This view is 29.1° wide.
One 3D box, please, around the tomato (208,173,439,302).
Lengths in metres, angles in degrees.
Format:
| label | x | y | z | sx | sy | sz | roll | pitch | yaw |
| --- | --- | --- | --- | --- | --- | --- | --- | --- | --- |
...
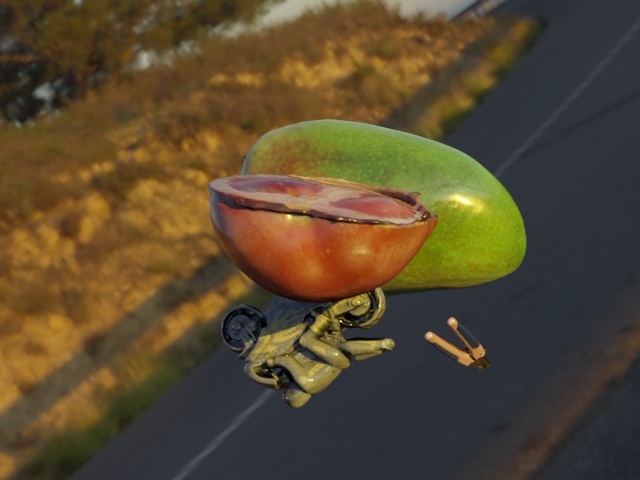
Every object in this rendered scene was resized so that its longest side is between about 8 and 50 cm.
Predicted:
| label | x | y | z | sx | sy | sz | roll | pitch | yaw |
| --- | --- | --- | --- | --- | --- | --- | --- | --- | --- |
| tomato | 0.000 | 0.000 | 1.231 | 0.227 | 0.112 | 0.199 | 11 | 15 | 17 |

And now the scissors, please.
| label | x | y | z | sx | sy | sz | roll | pitch | yaw |
| --- | --- | --- | --- | --- | --- | --- | --- | --- | --- |
| scissors | 0.150 | 0.113 | 1.297 | 0.039 | 0.113 | 0.012 | -35 | 49 | 16 |

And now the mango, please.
| label | x | y | z | sx | sy | sz | roll | pitch | yaw |
| --- | --- | --- | --- | --- | --- | --- | --- | --- | --- |
| mango | 0.071 | -0.030 | 1.559 | 0.381 | 0.225 | 0.201 | 13 | 4 | 15 |

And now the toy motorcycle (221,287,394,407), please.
| label | x | y | z | sx | sy | sz | roll | pitch | yaw |
| --- | --- | --- | --- | --- | --- | --- | --- | --- | --- |
| toy motorcycle | -0.015 | 0.114 | 1.311 | 0.193 | 0.124 | 0.061 | -12 | -17 | 18 |
